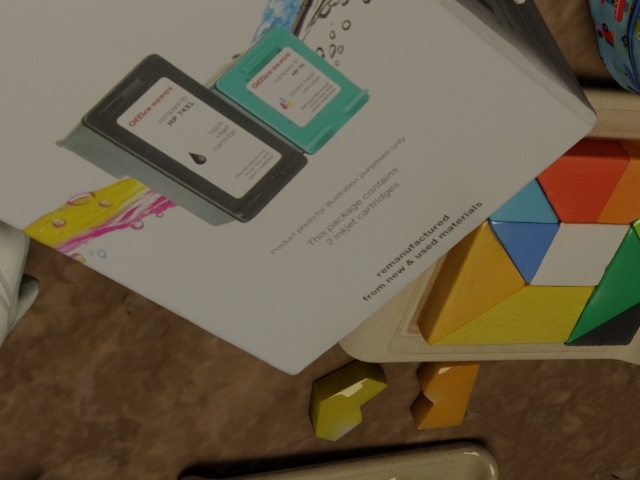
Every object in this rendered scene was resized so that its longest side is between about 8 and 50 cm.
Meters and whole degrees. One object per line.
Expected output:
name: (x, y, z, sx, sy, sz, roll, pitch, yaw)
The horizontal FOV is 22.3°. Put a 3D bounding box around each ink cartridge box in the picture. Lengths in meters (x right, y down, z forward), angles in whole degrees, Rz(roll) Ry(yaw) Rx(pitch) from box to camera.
ink cartridge box: (-0.058, -0.112, 0.718, 0.197, 0.198, 0.270, -41, 130, 21)

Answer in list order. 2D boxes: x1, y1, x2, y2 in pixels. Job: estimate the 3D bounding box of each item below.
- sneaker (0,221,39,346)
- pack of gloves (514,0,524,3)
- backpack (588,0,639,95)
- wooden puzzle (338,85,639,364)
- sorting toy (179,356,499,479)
sneaker: (-0.207, -0.015, 0.799, 0.118, 0.110, 0.292, -46, 160, -25)
pack of gloves: (0.021, -0.236, 0.673, 0.046, 0.195, 0.232, -7, 150, 45)
backpack: (0.238, -0.124, 0.866, 0.173, 0.117, 0.158, -19, 134, 3)
wooden puzzle: (0.150, 0.001, 1.002, 0.239, 0.044, 0.221, 4, 130, -22)
sorting toy: (0.011, 0.201, 1.143, 0.229, 0.041, 0.307, -3, 133, -16)
